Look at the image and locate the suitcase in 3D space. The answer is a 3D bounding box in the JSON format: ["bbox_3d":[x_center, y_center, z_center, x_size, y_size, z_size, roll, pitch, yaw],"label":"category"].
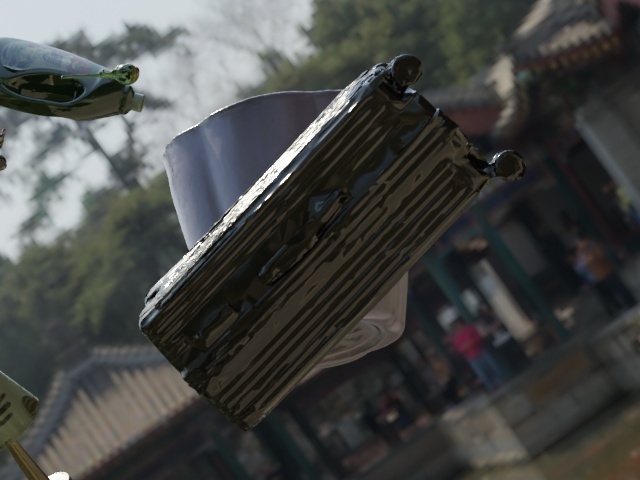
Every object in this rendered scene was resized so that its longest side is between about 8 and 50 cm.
[{"bbox_3d":[0.000,0.000,1.497,0.335,0.152,0.229,-46,5,1],"label":"suitcase"}]

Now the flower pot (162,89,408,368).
[{"bbox_3d":[-0.026,0.002,1.784,0.265,0.243,0.265,-7,-21,-3],"label":"flower pot"}]

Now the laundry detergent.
[{"bbox_3d":[-0.331,-0.194,2.147,0.137,0.211,0.063,-74,-1,-60],"label":"laundry detergent"}]

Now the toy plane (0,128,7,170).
[{"bbox_3d":[-0.401,-0.098,1.986,0.188,0.062,0.135,-46,13,54],"label":"toy plane"}]

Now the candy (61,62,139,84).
[{"bbox_3d":[-0.230,-0.174,1.756,0.083,0.025,0.023,-4,-10,-18],"label":"candy"}]

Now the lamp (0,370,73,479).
[{"bbox_3d":[-0.402,0.256,2.166,0.121,0.214,0.121,-27,22,12],"label":"lamp"}]
